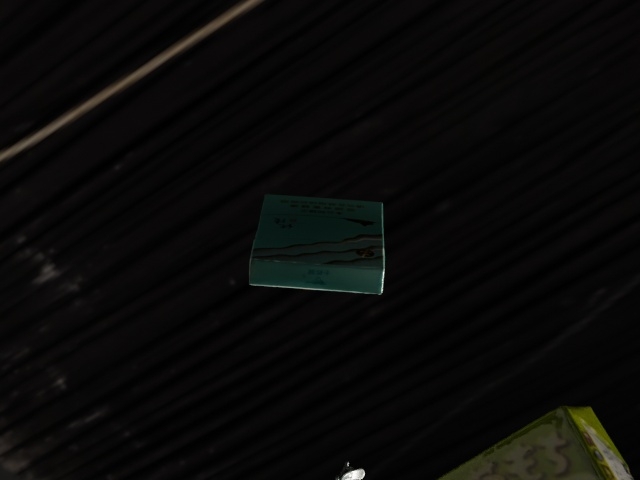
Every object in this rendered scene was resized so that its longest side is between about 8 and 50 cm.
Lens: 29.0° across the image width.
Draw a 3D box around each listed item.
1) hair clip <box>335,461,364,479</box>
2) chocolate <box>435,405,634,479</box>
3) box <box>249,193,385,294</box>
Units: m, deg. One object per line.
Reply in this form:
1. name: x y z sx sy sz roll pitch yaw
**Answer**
1. hair clip: 0.048 0.429 2.232 0.115 0.039 0.030 -19 107 -73
2. chocolate: 0.293 0.401 1.662 0.137 0.301 0.288 42 18 -55
3. box: 0.000 0.000 1.557 0.229 0.162 0.041 -83 176 -68
